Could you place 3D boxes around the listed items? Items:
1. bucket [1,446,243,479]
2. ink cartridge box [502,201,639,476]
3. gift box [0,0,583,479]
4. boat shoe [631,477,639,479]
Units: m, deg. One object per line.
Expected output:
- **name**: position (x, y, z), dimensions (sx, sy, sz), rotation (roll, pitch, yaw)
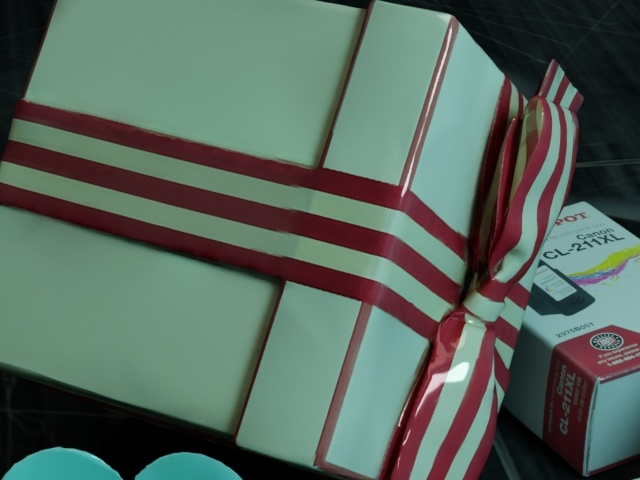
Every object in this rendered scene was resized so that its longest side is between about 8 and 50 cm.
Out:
- **bucket**: position (-0.083, 0.229, 0.714), dimensions (0.281, 0.183, 0.281), rotation (1, 29, 0)
- **ink cartridge box**: position (0.161, 0.055, 1.142), dimensions (0.127, 0.072, 0.175), rotation (-16, 34, -27)
- **gift box**: position (0.000, 0.000, 1.005), dimensions (0.258, 0.255, 0.276), rotation (14, -3, 26)
- **boat shoe**: position (0.102, 0.185, 0.893), dimensions (0.335, 0.112, 0.095), rotation (-6, 47, -2)
